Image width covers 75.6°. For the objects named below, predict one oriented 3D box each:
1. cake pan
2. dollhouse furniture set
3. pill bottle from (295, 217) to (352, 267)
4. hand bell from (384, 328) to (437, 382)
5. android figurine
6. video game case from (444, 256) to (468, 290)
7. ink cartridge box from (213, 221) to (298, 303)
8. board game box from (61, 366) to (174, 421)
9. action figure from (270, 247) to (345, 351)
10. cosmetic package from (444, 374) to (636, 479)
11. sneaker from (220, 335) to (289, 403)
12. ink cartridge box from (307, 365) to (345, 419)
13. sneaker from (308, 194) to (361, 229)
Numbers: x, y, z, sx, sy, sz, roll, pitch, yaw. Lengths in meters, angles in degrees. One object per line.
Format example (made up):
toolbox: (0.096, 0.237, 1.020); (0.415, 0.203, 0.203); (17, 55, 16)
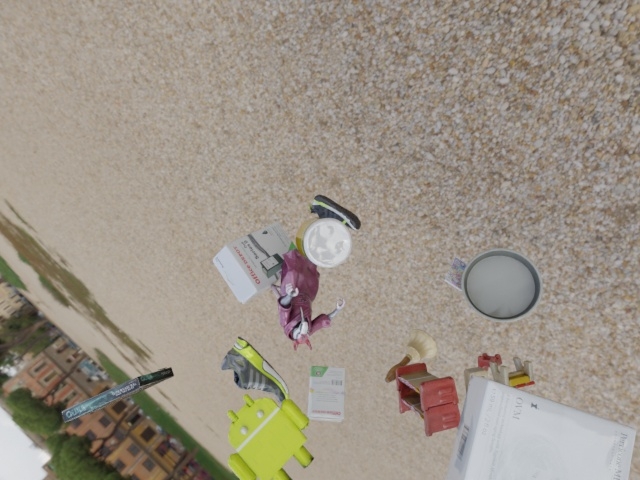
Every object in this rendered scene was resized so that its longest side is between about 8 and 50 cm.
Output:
cake pan: (0.712, 0.177, 1.630); (0.293, 0.293, 0.054); (27, 176, 25)
dollhouse furniture set: (0.448, 0.466, 1.297); (0.201, 0.375, 0.152); (164, 99, -79)
pill bottle: (0.000, 0.000, 1.043); (0.117, 0.118, 0.208); (49, 174, -10)
hand bell: (0.309, 0.439, 1.499); (0.126, 0.242, 0.126); (27, 131, 36)
android figurine: (-0.155, 0.577, 1.202); (0.273, 0.248, 0.056); (46, 163, 13)
video game case: (0.584, 0.141, 1.744); (0.087, 0.122, 0.011); (32, 160, -2)
ink cartridge box: (-0.227, 0.079, 1.576); (0.211, 0.289, 0.121); (54, 132, 5)
board game box: (-0.431, 0.329, 0.891); (0.026, 0.186, 0.126); (66, -173, 12)
action figure: (-0.089, 0.208, 1.347); (0.248, 0.370, 0.276); (35, 123, -29)
cosmetic package: (0.350, 0.372, 0.683); (0.225, 0.223, 0.138); (16, 168, 11)
sneaker: (-0.216, 0.452, 1.370); (0.300, 0.121, 0.111); (54, 164, -22)
ink cartridge box: (0.026, 0.661, 1.776); (0.155, 0.212, 0.093); (4, 148, -2)
sneaker: (0.053, -0.089, 1.599); (0.235, 0.084, 0.097); (37, 110, 27)
